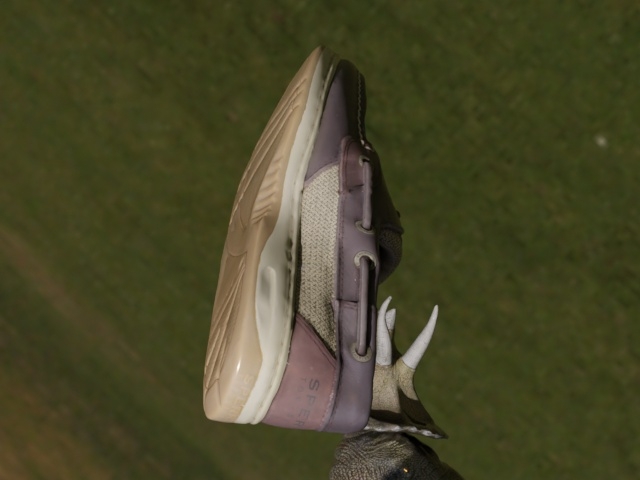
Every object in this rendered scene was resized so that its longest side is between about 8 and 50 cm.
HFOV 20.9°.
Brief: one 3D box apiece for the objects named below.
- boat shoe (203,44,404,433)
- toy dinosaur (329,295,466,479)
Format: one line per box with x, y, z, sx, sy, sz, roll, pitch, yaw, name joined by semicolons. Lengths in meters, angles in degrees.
0.000;0.000;0.977;0.092;0.285;0.103;23;128;-11;boat shoe
0.075;0.210;1.263;0.313;0.121;0.160;58;145;3;toy dinosaur
